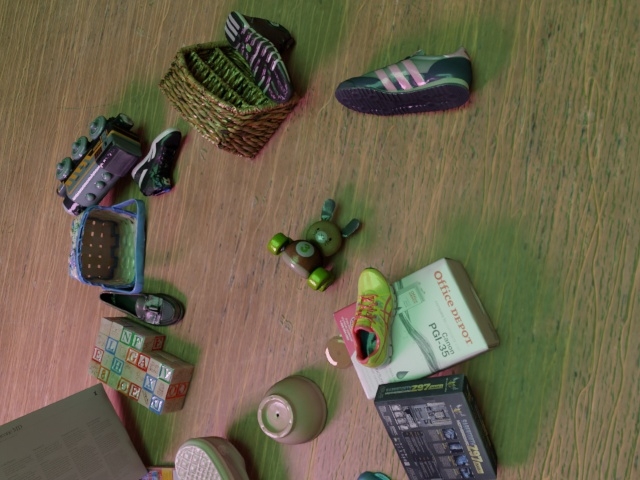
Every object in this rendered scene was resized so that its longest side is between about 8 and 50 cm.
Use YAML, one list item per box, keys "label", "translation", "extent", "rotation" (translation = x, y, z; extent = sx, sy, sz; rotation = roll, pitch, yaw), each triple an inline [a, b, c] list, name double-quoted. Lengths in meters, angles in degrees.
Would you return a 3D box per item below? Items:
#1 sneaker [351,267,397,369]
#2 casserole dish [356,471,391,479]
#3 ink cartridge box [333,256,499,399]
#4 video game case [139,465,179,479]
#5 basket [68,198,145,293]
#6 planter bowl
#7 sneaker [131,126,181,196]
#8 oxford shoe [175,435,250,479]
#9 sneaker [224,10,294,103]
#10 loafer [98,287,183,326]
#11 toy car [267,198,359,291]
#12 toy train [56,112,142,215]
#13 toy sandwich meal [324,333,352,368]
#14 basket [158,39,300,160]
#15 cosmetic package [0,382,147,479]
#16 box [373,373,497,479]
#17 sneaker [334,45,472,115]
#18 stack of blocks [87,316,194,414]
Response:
- label: "sneaker"
  translation: [0.102, 0.156, 1.128]
  extent: [0.081, 0.094, 0.208]
  rotation: [-9, 79, 29]
- label: "casserole dish"
  translation: [0.104, 0.609, 1.241]
  extent: [0.114, 0.037, 0.188]
  rotation: [22, 96, 28]
- label: "ink cartridge box"
  translation: [0.200, 0.186, 1.193]
  extent: [0.283, 0.117, 0.207]
  rotation: [-30, 71, 22]
- label: "video game case"
  translation: [-0.404, 0.711, 1.501]
  extent: [0.285, 0.025, 0.204]
  rotation: [-11, 79, 26]
- label: "basket"
  translation: [-0.582, 0.025, 1.575]
  extent: [0.289, 0.201, 0.254]
  rotation: [-6, 80, 37]
- label: "planter bowl"
  translation: [-0.080, 0.406, 1.320]
  extent: [0.162, 0.109, 0.162]
  rotation: [-4, 82, 28]
- label: "sneaker"
  translation: [-0.445, -0.211, 1.608]
  extent: [0.217, 0.079, 0.121]
  rotation: [-44, 70, 25]
- label: "oxford shoe"
  translation: [-0.201, 0.669, 1.352]
  extent: [0.169, 0.130, 0.449]
  rotation: [-26, 87, 17]
- label: "sneaker"
  translation: [-0.108, -0.473, 1.417]
  extent: [0.281, 0.162, 0.106]
  rotation: [58, 138, 13]
- label: "loafer"
  translation: [-0.514, 0.188, 1.586]
  extent: [0.268, 0.084, 0.096]
  rotation: [9, 88, 28]
- label: "toy car"
  translation: [0.000, 0.000, 1.318]
  extent: [0.155, 0.149, 0.188]
  rotation: [40, 91, 13]
- label: "toy train"
  translation: [-0.662, -0.222, 1.660]
  extent: [0.334, 0.142, 0.190]
  rotation: [-43, 48, 17]
- label: "toy sandwich meal"
  translation: [0.049, 0.259, 1.317]
  extent: [0.086, 0.029, 0.085]
  rotation: [3, 96, 25]
- label: "basket"
  translation: [-0.248, -0.391, 1.442]
  extent: [0.223, 0.213, 0.299]
  rotation: [-49, 66, 15]
- label: "cosmetic package"
  translation: [-0.648, 0.553, 1.393]
  extent: [0.097, 0.377, 0.284]
  rotation: [-32, 82, 24]
- label: "box"
  translation: [0.233, 0.382, 1.122]
  extent: [0.183, 0.059, 0.232]
  rotation: [-15, 113, 26]
- label: "sneaker"
  translation: [0.190, -0.368, 1.286]
  extent: [0.319, 0.112, 0.131]
  rotation: [4, 69, 25]
- label: "stack of blocks"
  translation: [-0.497, 0.340, 1.558]
  extent: [0.297, 0.087, 0.171]
  rotation: [18, 93, 28]
